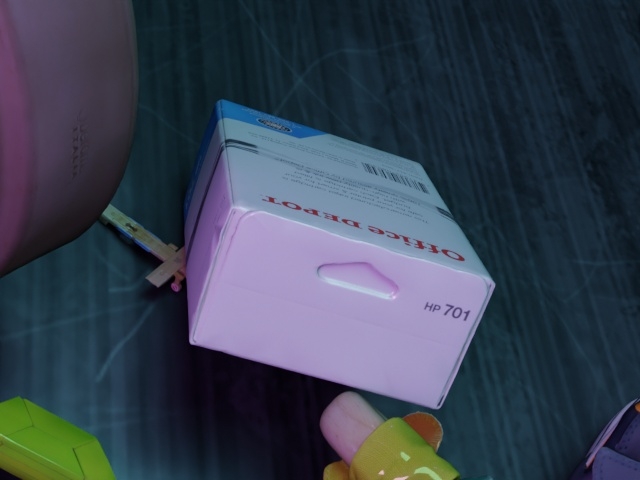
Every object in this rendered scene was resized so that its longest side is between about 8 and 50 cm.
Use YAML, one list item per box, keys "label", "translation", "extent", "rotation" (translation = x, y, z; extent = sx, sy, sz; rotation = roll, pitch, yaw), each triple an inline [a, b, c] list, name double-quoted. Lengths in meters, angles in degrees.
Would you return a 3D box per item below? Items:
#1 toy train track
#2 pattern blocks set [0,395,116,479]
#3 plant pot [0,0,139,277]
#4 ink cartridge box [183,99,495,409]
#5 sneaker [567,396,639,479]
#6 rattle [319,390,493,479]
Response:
- label: "toy train track"
  translation: [-0.099, 0.006, 0.716]
  extent: [0.083, 0.014, 0.048]
  rotation: [35, 46, 13]
- label: "pattern blocks set"
  translation: [-0.136, 0.155, 0.489]
  extent: [0.325, 0.026, 0.285]
  rotation: [33, 19, -7]
- label: "plant pot"
  translation: [-0.282, -0.074, 0.480]
  extent: [0.323, 0.323, 0.280]
  rotation: [43, 48, 10]
- label: "ink cartridge box"
  translation: [0.000, 0.000, 0.669]
  extent: [0.139, 0.082, 0.191]
  rotation: [17, 20, -13]
- label: "sneaker"
  translation: [0.172, 0.175, 0.640]
  extent: [0.126, 0.127, 0.321]
  rotation: [36, 48, 2]
- label: "rattle"
  translation: [0.025, 0.155, 0.614]
  extent: [0.130, 0.199, 0.143]
  rotation: [27, 86, -5]
